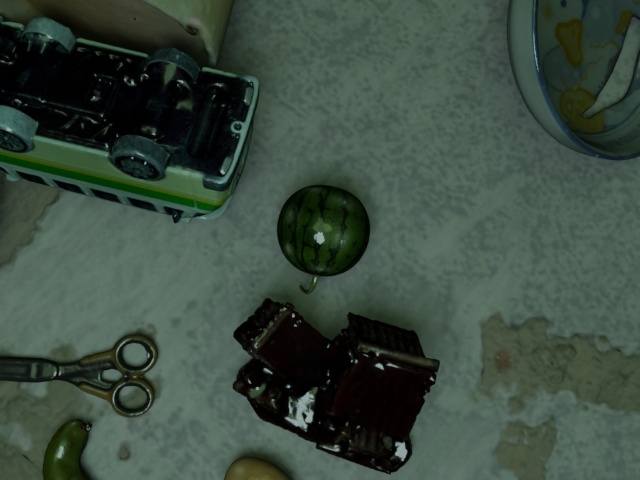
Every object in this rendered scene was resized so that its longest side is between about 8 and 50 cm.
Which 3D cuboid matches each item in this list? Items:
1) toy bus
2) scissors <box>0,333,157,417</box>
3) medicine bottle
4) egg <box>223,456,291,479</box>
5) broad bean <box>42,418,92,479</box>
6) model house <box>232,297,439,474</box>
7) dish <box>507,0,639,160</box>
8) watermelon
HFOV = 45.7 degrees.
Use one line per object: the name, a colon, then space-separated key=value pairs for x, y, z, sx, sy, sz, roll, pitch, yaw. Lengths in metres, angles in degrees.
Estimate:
toy bus: x=-0.207 y=-0.112 z=0.776 sx=0.276 sy=0.164 sz=0.133 roll=14 pitch=67 yaw=1
scissors: x=-0.285 y=0.140 z=0.811 sx=0.220 sy=0.017 sz=0.088 roll=3 pitch=85 yaw=0
medicine bottle: x=-0.170 y=-0.395 z=0.782 sx=0.236 sy=0.236 sz=0.406 roll=13 pitch=80 yaw=2
egg: x=-0.063 y=0.258 z=0.767 sx=0.083 sy=0.071 sz=0.071 roll=43 pitch=83 yaw=9
broad bean: x=-0.224 y=0.286 z=0.772 sx=0.070 sy=0.048 sz=0.213 roll=-27 pitch=79 yaw=-3
model house: x=0.008 y=0.138 z=0.741 sx=0.203 sy=0.164 sz=0.141 roll=14 pitch=76 yaw=4
dish: x=0.282 y=-0.227 z=0.818 sx=0.273 sy=0.134 sz=0.273 roll=-5 pitch=101 yaw=-28
watermelon: x=0.003 y=-0.006 z=0.793 sx=0.109 sy=0.109 sz=0.109 roll=0 pitch=81 yaw=0
